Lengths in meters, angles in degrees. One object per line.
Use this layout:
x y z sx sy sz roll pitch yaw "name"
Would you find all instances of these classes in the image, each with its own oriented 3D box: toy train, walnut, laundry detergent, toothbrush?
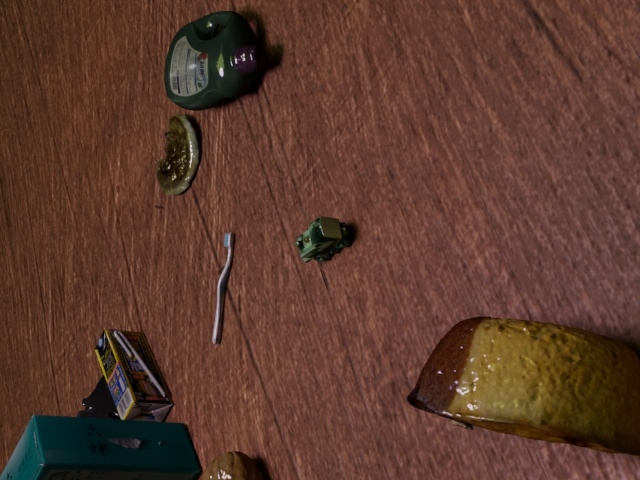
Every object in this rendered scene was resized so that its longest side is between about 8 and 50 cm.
0.000 0.000 1.463 0.083 0.053 0.033 -35 56 45 "toy train"
-0.114 0.326 1.541 0.079 0.083 0.096 106 157 -66 "walnut"
-0.145 -0.267 1.706 0.222 0.078 0.144 -5 75 55 "laundry detergent"
-0.139 0.069 1.684 0.017 0.014 0.162 3 86 41 "toothbrush"

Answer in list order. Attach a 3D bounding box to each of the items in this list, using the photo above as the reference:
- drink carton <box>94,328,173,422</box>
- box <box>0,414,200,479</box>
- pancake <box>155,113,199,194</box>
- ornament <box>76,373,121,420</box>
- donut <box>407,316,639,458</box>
-0.291 0.209 1.821 0.056 0.071 0.165 -57 42 26 "drink carton"
-0.316 0.335 1.679 0.153 0.245 0.092 -56 40 30 "box"
-0.223 -0.133 1.839 0.116 0.023 0.129 29 112 54 "pancake"
-0.361 0.347 1.871 0.202 0.080 0.236 -69 -6 -53 "ornament"
0.170 0.128 1.119 0.295 0.151 0.112 -3 70 55 "donut"
